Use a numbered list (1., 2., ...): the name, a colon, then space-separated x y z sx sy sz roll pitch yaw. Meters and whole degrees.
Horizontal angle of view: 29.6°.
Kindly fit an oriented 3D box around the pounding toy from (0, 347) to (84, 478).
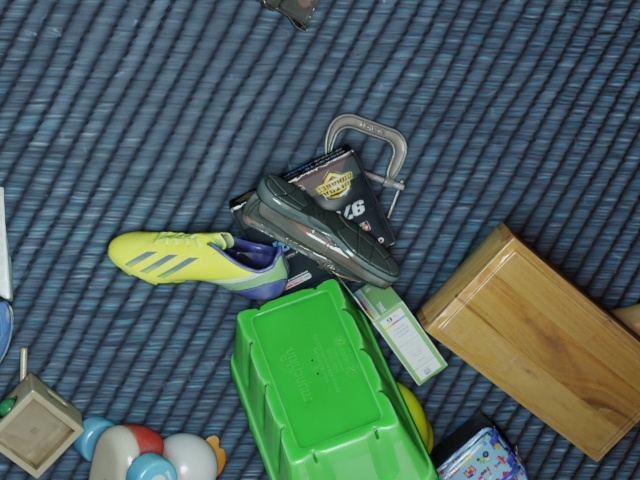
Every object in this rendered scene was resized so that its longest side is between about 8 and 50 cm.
1. pounding toy: -0.462 0.273 1.929 0.130 0.100 0.141 -46 114 1

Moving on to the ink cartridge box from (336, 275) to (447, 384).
1. ink cartridge box: 0.115 0.125 1.952 0.062 0.109 0.209 -37 118 0

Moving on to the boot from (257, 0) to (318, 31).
1. boot: -0.082 -0.472 1.864 0.229 0.091 0.263 11 104 -14

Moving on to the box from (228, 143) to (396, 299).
1. box: -0.014 -0.029 1.948 0.220 0.051 0.175 -25 108 -1

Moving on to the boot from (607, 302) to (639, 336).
1. boot: 0.469 0.131 2.049 0.269 0.089 0.236 -9 114 -6

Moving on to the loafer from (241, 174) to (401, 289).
1. loafer: 0.000 0.000 1.895 0.267 0.096 0.084 35 118 -10

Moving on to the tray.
1. tray: 0.373 0.172 1.959 0.411 0.076 0.203 37 103 -23

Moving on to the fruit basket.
1. fruit basket: 0.035 0.288 1.914 0.283 0.392 0.392 -20 102 -5

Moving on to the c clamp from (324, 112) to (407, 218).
1. c clamp: 0.073 -0.128 1.971 0.160 0.022 0.137 25 95 -12

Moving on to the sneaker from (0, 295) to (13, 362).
1. sneaker: -0.562 0.229 1.853 0.129 0.147 0.330 22 101 -26

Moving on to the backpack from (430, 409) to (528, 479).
1. backpack: 0.275 0.404 2.047 0.158 0.117 0.173 -39 106 0

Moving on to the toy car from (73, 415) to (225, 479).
1. toy car: -0.248 0.392 1.948 0.238 0.219 0.210 0 101 -38

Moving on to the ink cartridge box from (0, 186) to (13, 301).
1. ink cartridge box: -0.562 0.011 1.897 0.145 0.045 0.179 -4 82 -8

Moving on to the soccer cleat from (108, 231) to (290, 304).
1. soccer cleat: -0.188 0.018 1.883 0.289 0.093 0.121 12 136 4
